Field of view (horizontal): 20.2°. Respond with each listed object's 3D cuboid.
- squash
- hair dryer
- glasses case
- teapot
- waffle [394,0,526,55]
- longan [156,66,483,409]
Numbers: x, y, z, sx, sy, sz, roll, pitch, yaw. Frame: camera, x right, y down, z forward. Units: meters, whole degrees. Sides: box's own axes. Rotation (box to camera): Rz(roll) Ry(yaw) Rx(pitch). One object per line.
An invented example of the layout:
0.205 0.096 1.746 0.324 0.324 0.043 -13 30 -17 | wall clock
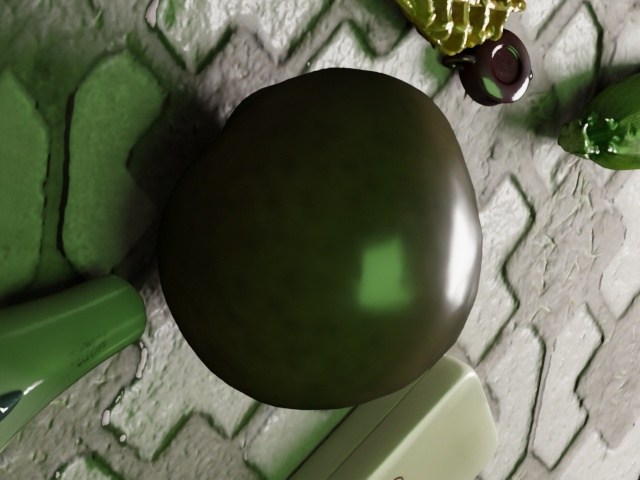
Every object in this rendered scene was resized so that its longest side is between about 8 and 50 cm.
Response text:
0.366 -0.127 1.818 0.378 0.101 0.101 -13 118 -43 | squash
-0.230 0.030 1.250 0.296 0.119 0.298 3 94 -55 | hair dryer
0.036 0.245 1.657 0.313 0.070 0.131 -44 136 -23 | glasses case
0.149 -0.153 1.604 0.100 0.045 0.068 8 79 -32 | teapot
0.115 -0.243 1.516 0.194 0.051 0.149 42 75 -44 | waffle
0.000 0.000 1.363 0.258 0.258 0.258 -24 125 -39 | longan
